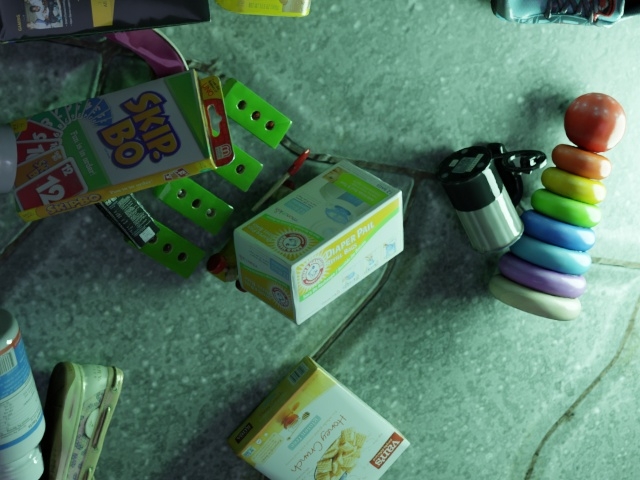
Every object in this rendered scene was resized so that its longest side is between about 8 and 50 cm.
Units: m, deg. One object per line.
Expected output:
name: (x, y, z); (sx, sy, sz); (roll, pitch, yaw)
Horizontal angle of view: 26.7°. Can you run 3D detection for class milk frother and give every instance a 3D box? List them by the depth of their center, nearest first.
milk frother: (0.258, -0.063, 1.887); (0.129, 0.143, 0.135); (-40, 123, -15)

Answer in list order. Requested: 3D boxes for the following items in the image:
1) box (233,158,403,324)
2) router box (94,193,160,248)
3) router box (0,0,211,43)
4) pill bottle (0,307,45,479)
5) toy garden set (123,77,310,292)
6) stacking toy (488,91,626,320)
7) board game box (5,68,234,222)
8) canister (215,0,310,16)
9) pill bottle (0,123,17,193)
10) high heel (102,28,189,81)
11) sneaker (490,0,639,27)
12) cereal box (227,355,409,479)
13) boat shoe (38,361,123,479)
box: (0.000, 0.000, 1.757); (0.203, 0.114, 0.103); (-34, 138, -30)
router box: (-0.254, -0.052, 1.635); (0.038, 0.122, 0.092); (-43, 126, -8)
router box: (-0.258, -0.378, 1.461); (0.243, 0.081, 0.309); (-10, 102, -24)
pill bottle: (-0.413, 0.203, 1.672); (0.124, 0.124, 0.221); (-18, 120, -19)
toy garden set: (-0.120, -0.062, 1.748); (0.204, 0.049, 0.244); (34, 90, -39)
stacking toy: (0.356, -0.057, 1.964); (0.141, 0.141, 0.330); (11, 100, -31)
board game box: (-0.234, -0.113, 1.563); (0.259, 0.124, 0.039); (-14, 155, 4)
canister: (-0.058, -0.361, 1.623); (0.126, 0.073, 0.170); (-2, 115, -27)
pill bottle: (-0.442, -0.096, 1.524); (0.180, 0.108, 0.108); (0, 113, -29)
high heel: (-0.234, -0.224, 1.589); (0.117, 0.082, 0.244); (-32, 124, -10)
sneaker: (0.356, -0.340, 1.817); (0.262, 0.125, 0.104); (-11, 117, -23)
cereal box: (0.001, 0.298, 1.981); (0.173, 0.047, 0.240); (-48, 125, 0)
boat shoe: (-0.323, 0.298, 1.776); (0.089, 0.104, 0.285); (4, 110, -26)
